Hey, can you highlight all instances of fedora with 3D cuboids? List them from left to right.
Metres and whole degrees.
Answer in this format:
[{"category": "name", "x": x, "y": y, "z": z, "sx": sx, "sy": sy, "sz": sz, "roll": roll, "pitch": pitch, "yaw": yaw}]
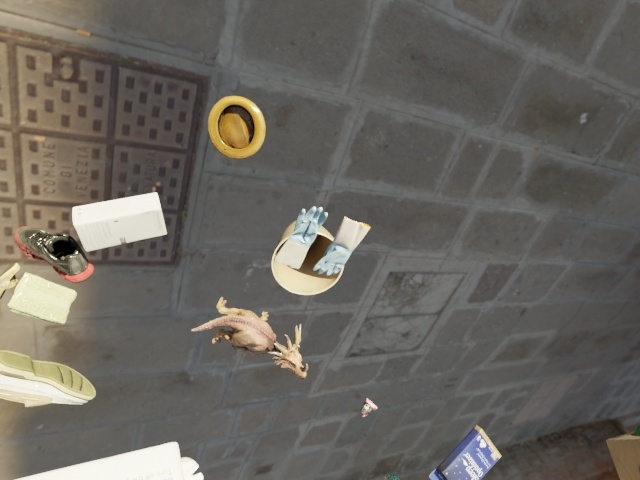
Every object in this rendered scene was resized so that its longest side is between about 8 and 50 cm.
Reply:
[{"category": "fedora", "x": -0.265, "y": -0.359, "z": 1.294, "sx": 0.194, "sy": 0.079, "sz": 0.194, "roll": -1, "pitch": 102, "yaw": -4}]

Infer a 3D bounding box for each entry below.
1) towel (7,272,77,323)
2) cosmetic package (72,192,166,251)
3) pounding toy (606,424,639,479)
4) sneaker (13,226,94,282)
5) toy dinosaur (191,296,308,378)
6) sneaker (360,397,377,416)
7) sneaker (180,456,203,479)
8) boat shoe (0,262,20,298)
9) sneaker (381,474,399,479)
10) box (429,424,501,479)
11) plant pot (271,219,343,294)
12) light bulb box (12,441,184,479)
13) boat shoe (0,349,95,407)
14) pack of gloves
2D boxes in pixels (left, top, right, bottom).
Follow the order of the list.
[{"category": "towel", "x": -0.749, "y": 0.161, "z": 1.094, "sx": 0.027, "sy": 0.110, "sz": 0.148, "roll": -15, "pitch": 144, "yaw": 30}, {"category": "cosmetic package", "x": -0.590, "y": -0.056, "z": 1.200, "sx": 0.231, "sy": 0.085, "sz": 0.117, "roll": -14, "pitch": 141, "yaw": -21}, {"category": "pounding toy", "x": 0.510, "y": 0.328, "z": 0.592, "sx": 0.130, "sy": 0.141, "sz": 0.100, "roll": -1, "pitch": 158, "yaw": -22}, {"category": "sneaker", "x": -0.821, "y": 0.017, "z": 1.228, "sx": 0.097, "sy": 0.276, "sz": 0.135, "roll": -53, "pitch": 168, "yaw": -41}, {"category": "toy dinosaur", "x": -0.156, "y": 0.232, "z": 0.999, "sx": 0.296, "sy": 0.200, "sz": 0.127, "roll": 35, "pitch": 71, "yaw": -42}, {"category": "sneaker", "x": 0.157, "y": 0.569, "z": 1.364, "sx": 0.057, "sy": 0.047, "sz": 0.119, "roll": -52, "pitch": 153, "yaw": -14}, {"category": "sneaker", "x": -0.257, "y": 0.555, "z": 0.713, "sx": 0.110, "sy": 0.292, "sz": 0.118, "roll": -35, "pitch": 156, "yaw": 31}, {"category": "boat shoe", "x": -0.873, "y": 0.114, "z": 1.124, "sx": 0.135, "sy": 0.050, "sz": 0.045, "roll": -38, "pitch": 120, "yaw": 16}, {"category": "sneaker", "x": 0.168, "y": 0.666, "z": 1.002, "sx": 0.076, "sy": 0.065, "sz": 0.166, "roll": 23, "pitch": 92, "yaw": 1}, {"category": "box", "x": 0.464, "y": 0.720, "z": 1.289, "sx": 0.225, "sy": 0.036, "sz": 0.136, "roll": -40, "pitch": 105, "yaw": -11}, {"category": "plant pot", "x": -0.057, "y": 0.025, "z": 1.537, "sx": 0.257, "sy": 0.274, "sz": 0.256, "roll": -3, "pitch": 117, "yaw": -5}, {"category": "light bulb box", "x": -0.247, "y": 0.459, "z": 0.366, "sx": 0.225, "sy": 0.361, "sz": 0.358, "roll": 3, "pitch": 133, "yaw": -35}, {"category": "boat shoe", "x": -0.802, "y": 0.413, "z": 1.150, "sx": 0.103, "sy": 0.113, "sz": 0.302, "roll": -49, "pitch": 129, "yaw": -5}, {"category": "pack of gloves", "x": 0.000, "y": 0.000, "z": 1.161, "sx": 0.195, "sy": 0.046, "sz": 0.232, "roll": 22, "pitch": 125, "yaw": -15}]
